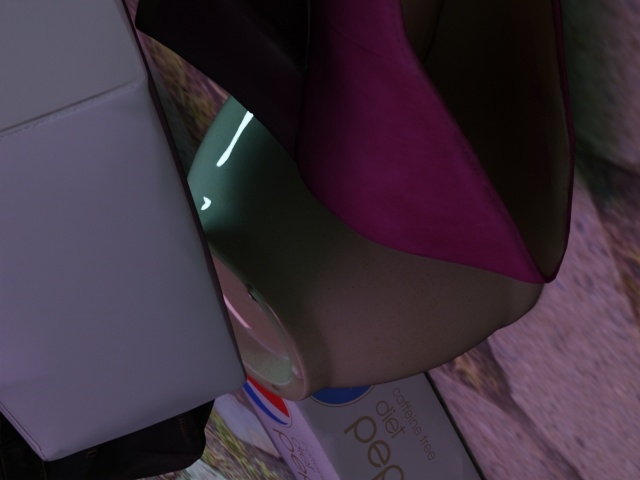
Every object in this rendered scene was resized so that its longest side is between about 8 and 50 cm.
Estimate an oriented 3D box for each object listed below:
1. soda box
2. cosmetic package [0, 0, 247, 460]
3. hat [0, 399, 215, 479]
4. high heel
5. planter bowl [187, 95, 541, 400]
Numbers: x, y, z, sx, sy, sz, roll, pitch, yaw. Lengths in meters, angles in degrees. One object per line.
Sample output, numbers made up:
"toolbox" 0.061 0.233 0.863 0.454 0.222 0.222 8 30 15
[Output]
"soda box" 0.010 0.082 0.893 0.069 0.074 0.216 14 138 59
"cosmetic package" -0.140 -0.138 0.588 0.284 0.097 0.377 77 171 -71
"hat" -0.124 0.063 1.004 0.134 0.331 0.331 8 155 -3
"high heel" 0.061 -0.102 0.475 0.181 0.127 0.377 35 161 -1
"planter bowl" 0.000 0.000 0.732 0.162 0.109 0.162 43 157 23
